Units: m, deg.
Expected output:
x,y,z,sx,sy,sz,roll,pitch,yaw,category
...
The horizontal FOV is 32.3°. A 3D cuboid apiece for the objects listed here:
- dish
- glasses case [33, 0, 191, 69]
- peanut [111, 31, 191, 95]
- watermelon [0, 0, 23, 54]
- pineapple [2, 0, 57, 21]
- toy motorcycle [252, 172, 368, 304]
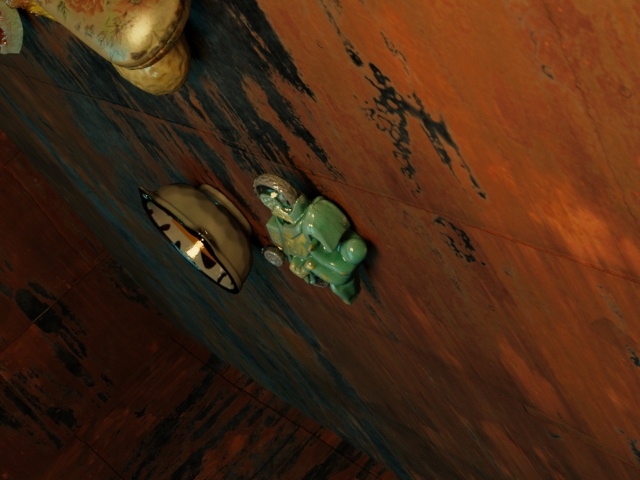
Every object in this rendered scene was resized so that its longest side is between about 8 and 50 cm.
x,y,z,sx,sy,sz,roll,pitch,yaw,category
-0.231,-0.027,2.255,0.303,0.120,0.303,40,164,14,dish
-0.357,-0.399,1.530,0.425,0.156,0.098,40,-171,15,glasses case
-0.258,-0.286,1.667,0.140,0.109,0.159,29,168,3,peanut
-0.741,-0.484,2.207,0.262,0.201,0.213,44,156,14,watermelon
-0.437,-0.455,1.712,0.140,0.164,0.250,-8,154,33,pineapple
0.000,0.001,1.814,0.198,0.109,0.296,25,156,25,toy motorcycle
